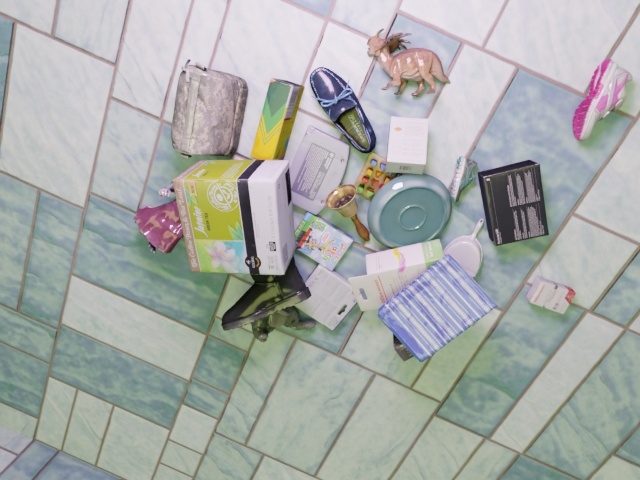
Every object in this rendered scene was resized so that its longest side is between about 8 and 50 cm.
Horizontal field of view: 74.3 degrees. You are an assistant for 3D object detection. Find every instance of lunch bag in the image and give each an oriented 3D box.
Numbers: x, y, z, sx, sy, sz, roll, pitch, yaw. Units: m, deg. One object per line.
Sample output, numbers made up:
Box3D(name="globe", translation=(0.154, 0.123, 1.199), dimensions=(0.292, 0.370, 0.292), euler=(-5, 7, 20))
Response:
Box3D(name="lunch bag", translation=(-0.397, -0.447, 1.462), dimensions=(0.213, 0.256, 0.305), euler=(17, 110, 2))

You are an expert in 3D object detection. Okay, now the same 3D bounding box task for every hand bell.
Box3D(name="hand bell", translation=(0.131, -0.081, 1.583), dimensions=(0.126, 0.126, 0.242), euler=(-25, 127, 16))

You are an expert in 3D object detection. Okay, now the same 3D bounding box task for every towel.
Box3D(name="towel", translation=(0.391, 0.238, 1.459), dimensions=(0.336, 0.040, 0.243), euler=(-43, 82, 16))

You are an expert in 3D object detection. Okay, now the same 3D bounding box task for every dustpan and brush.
Box3D(name="dustpan and brush", translation=(0.561, 0.016, 1.593), dimensions=(0.147, 0.060, 0.211), euler=(26, 118, 12))

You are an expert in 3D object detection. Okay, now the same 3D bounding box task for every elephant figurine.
Box3D(name="elephant figurine", translation=(-0.170, 0.310, 1.764), dimensions=(0.240, 0.186, 0.169), euler=(-23, 61, 5))

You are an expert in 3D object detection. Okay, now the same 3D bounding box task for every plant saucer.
Box3D(name="plant saucer", translation=(0.331, -0.090, 1.539), dimensions=(0.318, 0.043, 0.317), euler=(-4, 121, -6))

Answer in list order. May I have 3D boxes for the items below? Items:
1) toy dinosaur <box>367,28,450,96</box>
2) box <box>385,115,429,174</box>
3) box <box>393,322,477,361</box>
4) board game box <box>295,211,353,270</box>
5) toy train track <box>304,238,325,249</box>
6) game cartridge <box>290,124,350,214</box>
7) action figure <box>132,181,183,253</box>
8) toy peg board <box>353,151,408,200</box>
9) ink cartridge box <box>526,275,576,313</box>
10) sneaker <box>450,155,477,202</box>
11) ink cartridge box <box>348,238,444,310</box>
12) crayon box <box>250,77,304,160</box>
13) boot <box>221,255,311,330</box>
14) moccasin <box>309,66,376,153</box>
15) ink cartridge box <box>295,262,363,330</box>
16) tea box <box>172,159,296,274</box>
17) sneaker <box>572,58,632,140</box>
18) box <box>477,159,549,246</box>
Box3D(name="toy dinosaur", translation=(0.298, -0.586, 1.387), dimensions=(0.296, 0.127, 0.200), euler=(5, 103, 1))
Box3D(name="box", translation=(0.296, -0.325, 1.449), dimensions=(0.130, 0.091, 0.170), euler=(6, 76, 7))
Box3D(name="box", translation=(0.421, 0.299, 1.607), dimensions=(0.308, 0.242, 0.076), euler=(-34, 101, 17))
Box3D(name="board game box", translation=(0.000, 0.000, 1.673), dimensions=(0.212, 0.039, 0.160), euler=(32, 110, -4))
Box3D(name="toy train track", translation=(-0.023, 0.019, 1.654), dimensions=(0.083, 0.014, 0.048), euler=(8, 110, 6))
Box3D(name="game cartridge", translation=(-0.015, -0.254, 1.581), dimensions=(0.196, 0.060, 0.294), euler=(28, 111, 2))
Box3D(name="action figure", translation=(-0.522, -0.112, 1.651), dimensions=(0.370, 0.275, 0.248), euler=(-36, 106, 0))
Box3D(name="toy peg board", translation=(0.219, -0.213, 1.546), dimensions=(0.161, 0.079, 0.160), euler=(27, 111, -2))
Box3D(name="ink cartridge box", translation=(0.872, 0.206, 1.605), dimensions=(0.135, 0.056, 0.099), euler=(20, 110, 1))
Box3D(name="sneaker", translation=(0.515, -0.214, 1.512), dimensions=(0.076, 0.065, 0.166), euler=(9, 111, 1))
Box3D(name="ink cartridge box", translation=(0.297, 0.138, 1.600), dimensions=(0.354, 0.119, 0.207), euler=(-13, 128, 14))
Box3D(name="crayon box", translation=(-0.154, -0.392, 1.474), dimensions=(0.081, 0.202, 0.318), euler=(19, 110, 2))
Box3D(name="boot", translation=(-0.283, 0.076, 1.618), dimensions=(0.367, 0.146, 0.445), euler=(-23, 91, -2))
Box3D(name="moccasin", translation=(0.090, -0.455, 1.460), dimensions=(0.138, 0.117, 0.342), euler=(-39, 99, 18))
Box3D(name="ink cartridge box", translation=(0.025, 0.233, 1.746), dimensions=(0.224, 0.045, 0.223), euler=(35, 111, -6))
Box3D(name="tea box", translation=(-0.266, -0.080, 1.395), dimensions=(0.324, 0.220, 0.328), euler=(1, 117, 9))
Box3D(name="sneaker", translation=(0.908, -0.438, 1.353), dimensions=(0.111, 0.103, 0.252), euler=(19, 111, 4))
Box3D(name="box", translation=(0.678, -0.131, 1.494), dimensions=(0.185, 0.103, 0.261), euler=(-13, 107, 9))
